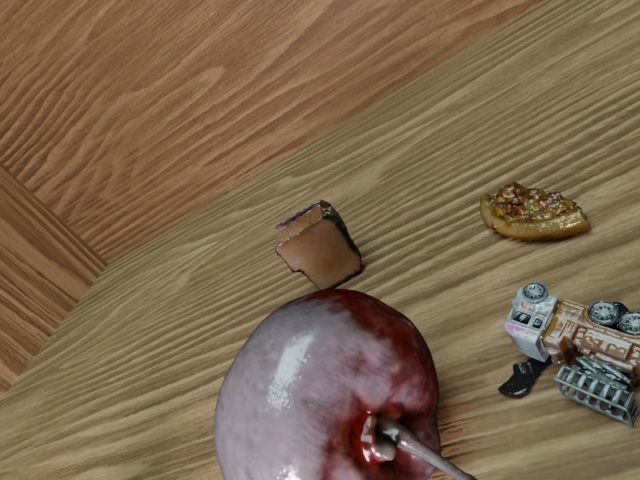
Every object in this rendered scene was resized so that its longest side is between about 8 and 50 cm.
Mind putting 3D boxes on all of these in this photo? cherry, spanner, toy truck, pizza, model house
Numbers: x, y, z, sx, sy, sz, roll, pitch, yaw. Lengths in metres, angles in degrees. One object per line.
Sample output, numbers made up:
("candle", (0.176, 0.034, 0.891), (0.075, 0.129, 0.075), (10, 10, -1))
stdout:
("cherry", (0.000, 0.239, 0.618), (0.335, 0.291, 0.326), (-42, 28, 39))
("spanner", (0.334, 0.151, 0.623), (0.209, 0.012, 0.046), (-35, 26, 2))
("toy truck", (0.320, 0.134, 0.572), (0.178, 0.080, 0.115), (20, 68, 50))
("pizza", (0.386, -0.057, 0.855), (0.127, 0.058, 0.246), (-36, 27, 1))
("model house", (0.000, 0.000, 1.113), (0.167, 0.183, 0.172), (-31, 26, 11))
